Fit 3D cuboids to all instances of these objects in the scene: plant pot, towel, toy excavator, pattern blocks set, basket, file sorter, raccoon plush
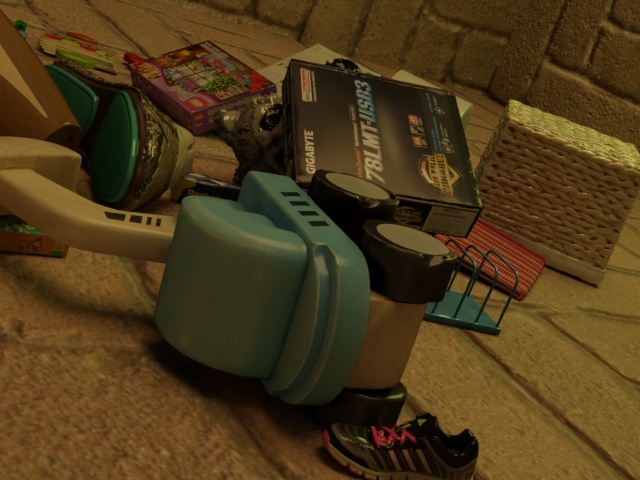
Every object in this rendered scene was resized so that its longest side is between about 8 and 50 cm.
[{"bbox_3d":[-0.458,-0.191,1.347,0.254,0.237,0.237,39,21,10],"label":"plant pot"},{"bbox_3d":[0.321,0.026,1.868,0.199,0.031,0.275,31,21,12],"label":"towel"},{"bbox_3d":[-0.140,0.010,1.095,0.445,0.222,0.433,9,20,-28],"label":"toy excavator"},{"bbox_3d":[-0.541,-0.425,2.229,0.325,0.026,0.285,19,17,-7],"label":"pattern blocks set"},{"bbox_3d":[0.489,-0.117,2.123,0.331,0.266,0.328,21,18,5],"label":"basket"},{"bbox_3d":[0.200,0.060,1.519,0.170,0.104,0.118,14,19,-24],"label":"file sorter"},{"bbox_3d":[-0.046,-0.144,1.831,0.299,0.446,0.216,-21,71,-13],"label":"raccoon plush"}]

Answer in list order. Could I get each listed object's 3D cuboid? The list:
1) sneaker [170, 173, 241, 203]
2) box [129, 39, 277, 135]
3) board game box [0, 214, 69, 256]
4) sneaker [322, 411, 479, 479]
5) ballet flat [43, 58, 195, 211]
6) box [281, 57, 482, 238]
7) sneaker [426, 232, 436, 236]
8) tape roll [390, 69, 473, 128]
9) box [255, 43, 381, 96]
[{"bbox_3d":[-0.167,-0.075,1.580,0.144,0.053,0.059,19,15,-11],"label":"sneaker"},{"bbox_3d":[-0.250,-0.329,2.089,0.201,0.057,0.293,-24,40,-26],"label":"box"},{"bbox_3d":[-0.439,-0.030,1.168,0.260,0.039,0.124,3,25,-38],"label":"board game box"},{"bbox_3d":[0.087,0.205,1.003,0.171,0.074,0.063,18,18,-11],"label":"sneaker"},{"bbox_3d":[-0.300,-0.165,1.535,0.182,0.164,0.483,15,14,-37],"label":"ballet flat"},{"bbox_3d":[0.088,-0.148,1.558,0.294,0.073,0.295,10,45,-14],"label":"box"},{"bbox_3d":[0.133,-0.064,1.847,0.130,0.109,0.286,25,7,34],"label":"sneaker"},{"bbox_3d":[0.191,-0.212,2.072,0.169,0.246,0.246,29,19,11],"label":"tape roll"},{"bbox_3d":[-0.061,-0.314,2.139,0.322,0.058,0.232,-27,41,-25],"label":"box"}]
